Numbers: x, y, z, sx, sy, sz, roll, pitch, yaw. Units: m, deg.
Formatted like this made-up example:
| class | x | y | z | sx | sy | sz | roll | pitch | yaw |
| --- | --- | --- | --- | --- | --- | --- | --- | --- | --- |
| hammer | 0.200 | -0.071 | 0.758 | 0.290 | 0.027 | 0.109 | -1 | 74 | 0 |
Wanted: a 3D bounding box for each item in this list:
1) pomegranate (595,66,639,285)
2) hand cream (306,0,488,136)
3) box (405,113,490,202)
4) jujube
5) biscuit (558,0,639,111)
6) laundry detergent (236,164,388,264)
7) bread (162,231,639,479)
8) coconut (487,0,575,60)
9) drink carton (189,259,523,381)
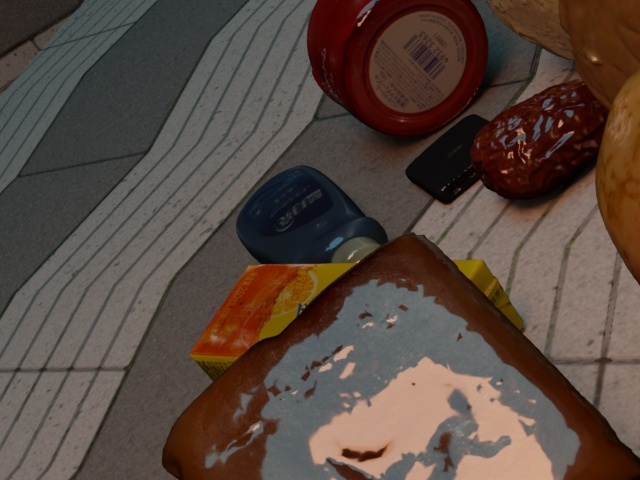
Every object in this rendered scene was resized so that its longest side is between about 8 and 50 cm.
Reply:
| class | x | y | z | sx | sy | sz | roll | pitch | yaw |
| --- | --- | --- | --- | --- | --- | --- | --- | --- | --- |
| pomegranate | 0.391 | -0.050 | 1.087 | 0.343 | 0.342 | 0.342 | -27 | 30 | 18 |
| hand cream | 0.105 | -0.262 | 1.787 | 0.230 | 0.230 | 0.149 | -39 | 31 | -3 |
| box | 0.178 | -0.106 | 1.687 | 0.126 | 0.027 | 0.125 | -40 | 26 | -3 |
| jujube | 0.263 | -0.117 | 1.533 | 0.176 | 0.109 | 0.112 | -31 | 65 | -5 |
| biscuit | 0.379 | -0.213 | 1.272 | 0.062 | 0.365 | 0.385 | -37 | 33 | -27 |
| laundry detergent | 0.000 | 0.000 | 1.652 | 0.143 | 0.094 | 0.290 | -38 | 28 | -9 |
| bread | 0.064 | 0.204 | 1.138 | 0.324 | 0.143 | 0.333 | -40 | 53 | -3 |
| coconut | 0.365 | -0.352 | 1.592 | 0.297 | 0.255 | 0.297 | -53 | 17 | 24 |
| drink carton | 0.033 | 0.108 | 1.442 | 0.351 | 0.111 | 0.154 | -3 | 45 | 46 |
